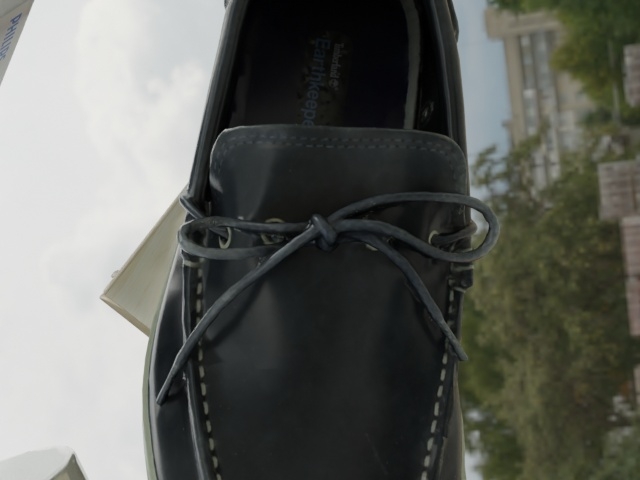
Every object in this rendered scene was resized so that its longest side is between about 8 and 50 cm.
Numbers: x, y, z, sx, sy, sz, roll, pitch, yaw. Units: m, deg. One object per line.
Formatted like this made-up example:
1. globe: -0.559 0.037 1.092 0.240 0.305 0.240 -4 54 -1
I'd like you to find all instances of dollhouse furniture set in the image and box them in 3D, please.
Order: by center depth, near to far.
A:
1. dollhouse furniture set: -0.039 0.098 1.267 0.173 0.303 0.355 -53 -43 -6

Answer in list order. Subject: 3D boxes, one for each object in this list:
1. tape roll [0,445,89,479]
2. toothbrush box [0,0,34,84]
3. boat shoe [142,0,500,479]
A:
1. tape roll: -0.327 0.257 0.788 0.072 0.392 0.392 65 -161 -4
2. toothbrush box: -0.343 -0.072 0.747 0.126 0.216 0.295 46 -124 -1
3. boat shoe: 0.000 0.000 0.680 0.156 0.187 0.500 103 171 -63
